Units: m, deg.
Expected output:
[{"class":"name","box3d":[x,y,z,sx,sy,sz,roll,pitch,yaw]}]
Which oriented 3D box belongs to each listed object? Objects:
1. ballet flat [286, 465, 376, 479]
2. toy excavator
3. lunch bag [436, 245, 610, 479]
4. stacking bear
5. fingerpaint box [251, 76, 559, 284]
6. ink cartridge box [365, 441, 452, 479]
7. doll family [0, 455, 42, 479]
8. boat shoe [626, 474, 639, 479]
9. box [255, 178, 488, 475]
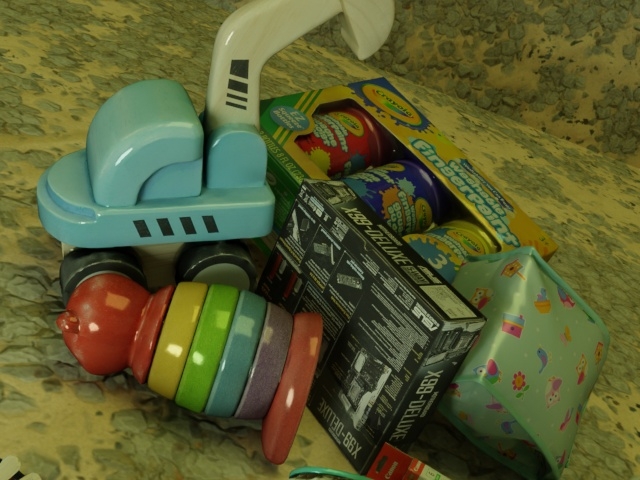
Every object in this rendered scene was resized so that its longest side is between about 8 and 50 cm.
[{"class":"ballet flat","box3d":[0.135,0.340,0.926,0.409,0.147,0.147,14,27,-16]},{"class":"toy excavator","box3d":[-0.138,-0.140,1.110,0.433,0.445,0.222,-5,35,-17]},{"class":"lunch bag","box3d":[0.270,0.172,1.177,0.262,0.160,0.223,44,59,-27]},{"class":"stacking bear","box3d":[-0.157,0.122,1.027,0.289,0.164,0.175,17,26,-7]},{"class":"fingerpaint box","box3d":[0.093,-0.048,1.399,0.371,0.163,0.445,-19,59,-42]},{"class":"ink cartridge box","box3d":[0.110,0.293,1.029,0.115,0.062,0.029,29,24,10]},{"class":"doll family","box3d":[-0.259,0.244,0.754,0.076,0.111,0.193,-34,70,-23]},{"class":"boat shoe","box3d":[0.484,0.396,1.146,0.219,0.077,0.070,39,28,24]},{"class":"box","box3d":[0.039,0.102,1.126,0.077,0.242,0.307,0,34,-41]}]
